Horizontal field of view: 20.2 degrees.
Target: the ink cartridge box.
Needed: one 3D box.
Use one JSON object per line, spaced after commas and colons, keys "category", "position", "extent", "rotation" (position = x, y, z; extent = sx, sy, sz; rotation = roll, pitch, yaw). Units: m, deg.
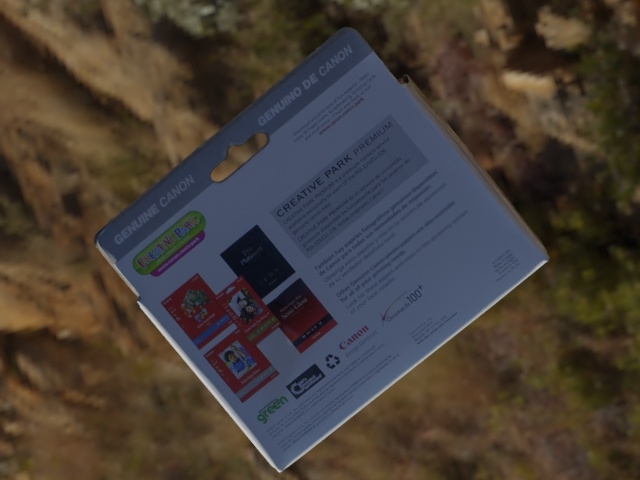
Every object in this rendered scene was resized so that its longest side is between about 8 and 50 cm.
{"category": "ink cartridge box", "position": [0.000, 0.000, 1.613], "extent": [0.272, 0.309, 0.130], "rotation": [51, -173, -5]}
